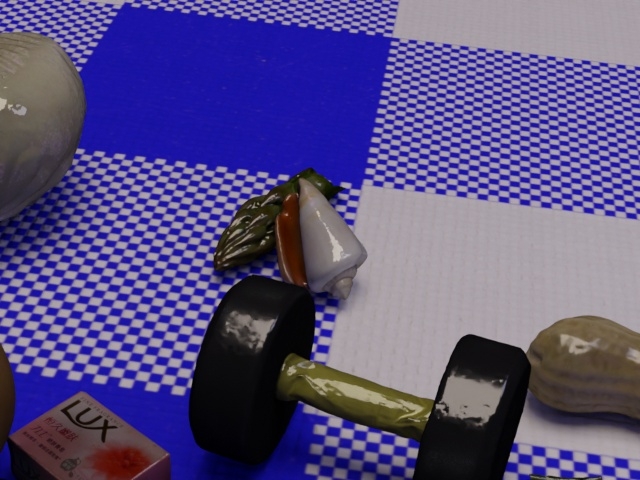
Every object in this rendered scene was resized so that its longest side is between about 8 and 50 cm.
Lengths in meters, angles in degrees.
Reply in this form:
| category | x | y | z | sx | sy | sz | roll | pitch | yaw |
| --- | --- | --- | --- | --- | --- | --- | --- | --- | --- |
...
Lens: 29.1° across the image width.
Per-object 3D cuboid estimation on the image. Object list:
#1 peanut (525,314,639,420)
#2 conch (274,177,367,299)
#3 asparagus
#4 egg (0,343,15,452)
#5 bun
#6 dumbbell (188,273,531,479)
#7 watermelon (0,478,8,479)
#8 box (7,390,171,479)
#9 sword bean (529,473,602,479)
| category | x | y | z | sx | sy | sz | roll | pitch | yaw |
| --- | --- | --- | --- | --- | --- | --- | --- | --- | --- |
| peanut | 0.365 | 0.152 | 1.444 | 0.256 | 0.123 | 0.123 | 8 | 36 | 1 |
| conch | -0.007 | 0.002 | 1.602 | 0.094 | 0.104 | 0.176 | -19 | 75 | -53 |
| asparagus | -0.060 | -0.037 | 1.691 | 0.080 | 0.080 | 0.287 | 24 | 44 | 25 |
| egg | -0.485 | 0.156 | 1.183 | 0.374 | 0.301 | 0.301 | 2 | 36 | -10 |
| bun | -0.478 | -0.134 | 1.661 | 0.365 | 0.219 | 0.365 | -10 | 28 | 5 |
| dumbbell | 0.041 | 0.171 | 1.304 | 0.322 | 0.204 | 0.204 | 15 | 37 | 15 |
| watermelon | -0.302 | 0.319 | 1.191 | 0.119 | 0.063 | 0.245 | -21 | 45 | -4 |
| box | -0.244 | 0.236 | 1.306 | 0.156 | 0.060 | 0.111 | 29 | 41 | 29 |
| sword bean | 0.271 | 0.264 | 1.363 | 0.083 | 0.012 | 0.012 | 3 | 36 | -4 |
